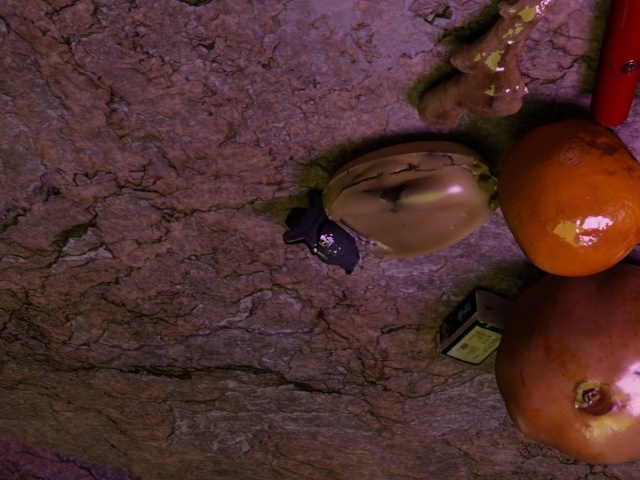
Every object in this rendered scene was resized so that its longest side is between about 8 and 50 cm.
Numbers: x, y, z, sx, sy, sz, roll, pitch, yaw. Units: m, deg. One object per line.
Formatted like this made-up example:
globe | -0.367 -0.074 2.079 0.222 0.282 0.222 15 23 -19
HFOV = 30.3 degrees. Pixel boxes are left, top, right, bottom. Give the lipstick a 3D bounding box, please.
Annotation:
lipstick | 0.456 -0.287 1.777 0.073 0.073 0.279 4 144 6

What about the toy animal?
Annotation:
toy animal | -0.001 0.001 2.264 0.117 0.121 0.210 12 157 28

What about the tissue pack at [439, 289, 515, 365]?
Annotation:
tissue pack | 0.327 0.182 2.453 0.103 0.090 0.170 19 146 -14

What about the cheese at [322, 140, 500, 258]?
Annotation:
cheese | 0.176 -0.078 2.092 0.316 0.128 0.260 -19 145 41

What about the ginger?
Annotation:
ginger | 0.266 -0.270 1.839 0.148 0.081 0.333 27 143 0

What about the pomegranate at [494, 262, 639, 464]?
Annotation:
pomegranate | 0.545 0.228 2.252 0.412 0.411 0.411 5 145 4

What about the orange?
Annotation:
orange | 0.411 -0.070 1.933 0.261 0.261 0.261 5 145 4
